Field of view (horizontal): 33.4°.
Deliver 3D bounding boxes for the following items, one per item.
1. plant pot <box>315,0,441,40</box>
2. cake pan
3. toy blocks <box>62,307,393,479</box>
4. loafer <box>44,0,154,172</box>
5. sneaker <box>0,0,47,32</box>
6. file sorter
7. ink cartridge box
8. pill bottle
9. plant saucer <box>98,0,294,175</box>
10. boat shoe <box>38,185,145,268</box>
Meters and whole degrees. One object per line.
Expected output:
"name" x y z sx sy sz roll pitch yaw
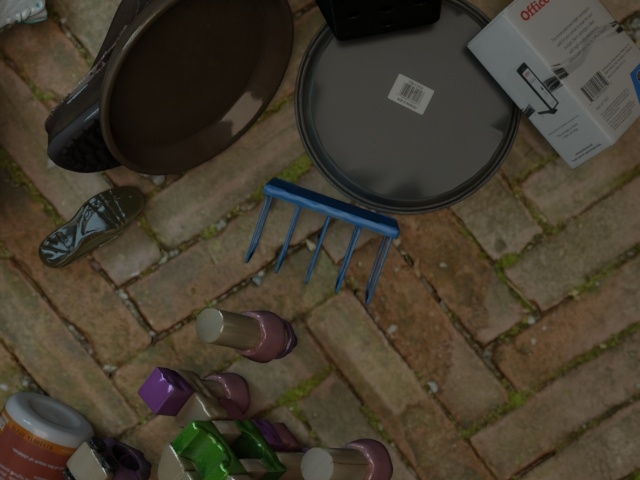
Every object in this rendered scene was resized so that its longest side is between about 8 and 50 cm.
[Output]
"plant pot" 0.062 -0.342 1.244 0.188 0.187 0.167 -10 74 2
"cake pan" 0.112 -0.178 1.347 0.293 0.054 0.293 0 94 1
"toy blocks" -0.083 0.278 1.317 0.309 0.260 0.288 -48 61 13
"loafer" -0.207 -0.234 1.326 0.366 0.134 0.130 -44 66 -5
"sneaker" -0.387 -0.288 1.316 0.094 0.080 0.212 34 73 -17
"file sorter" 0.000 0.000 1.331 0.170 0.118 0.104 19 97 -1
"ink cartridge box" 0.300 -0.214 1.294 0.203 0.086 0.148 49 57 -2
"pill bottle" -0.388 0.313 1.359 0.121 0.121 0.216 28 94 -1
"plant saucer" -0.148 -0.199 1.261 0.278 0.278 0.041 -48 62 4
"boat shoe" -0.291 -0.016 1.375 0.153 0.048 0.056 -39 81 -3
